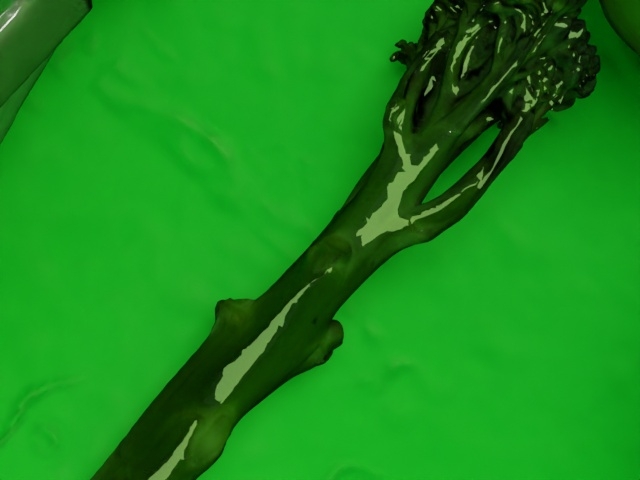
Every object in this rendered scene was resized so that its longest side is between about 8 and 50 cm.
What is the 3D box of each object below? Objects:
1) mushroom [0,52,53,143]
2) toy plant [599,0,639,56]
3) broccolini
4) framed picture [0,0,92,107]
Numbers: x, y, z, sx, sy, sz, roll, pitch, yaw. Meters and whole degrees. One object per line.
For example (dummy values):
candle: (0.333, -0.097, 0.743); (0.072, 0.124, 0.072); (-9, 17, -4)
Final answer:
mushroom: (-0.105, -0.081, 0.500); (0.109, 0.097, 0.351); (40, 67, -2)
toy plant: (0.189, -0.007, 0.517); (0.224, 0.184, 0.315); (-11, 86, -41)
broccolini: (-0.001, -0.001, 0.531); (0.058, 0.067, 0.216); (44, 78, 4)
framed picture: (-0.195, -0.029, 0.288); (0.265, 0.192, 0.018); (18, 42, -41)
